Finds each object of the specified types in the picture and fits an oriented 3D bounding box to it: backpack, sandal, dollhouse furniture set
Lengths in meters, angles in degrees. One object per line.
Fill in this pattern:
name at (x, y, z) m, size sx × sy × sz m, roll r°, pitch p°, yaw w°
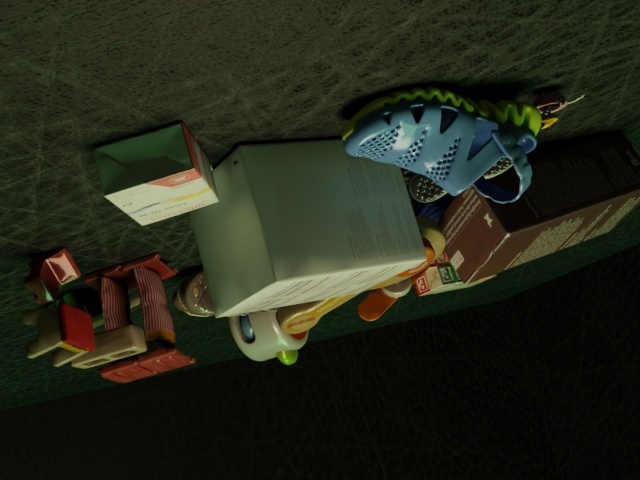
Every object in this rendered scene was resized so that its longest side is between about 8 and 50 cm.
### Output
backpack at (0.234, -0.044, 1.743) m, size 0.098 × 0.101 × 0.120 m, roll -18°, pitch 161°, yaw -22°
sandal at (0.180, -0.125, 1.192) m, size 0.317 × 0.138 × 0.126 m, roll 0°, pitch 162°, yaw -22°
dollhouse furniture set at (-0.360, 0.114, 1.497) m, size 0.152 × 0.201 × 0.374 m, roll -17°, pitch 162°, yaw 6°

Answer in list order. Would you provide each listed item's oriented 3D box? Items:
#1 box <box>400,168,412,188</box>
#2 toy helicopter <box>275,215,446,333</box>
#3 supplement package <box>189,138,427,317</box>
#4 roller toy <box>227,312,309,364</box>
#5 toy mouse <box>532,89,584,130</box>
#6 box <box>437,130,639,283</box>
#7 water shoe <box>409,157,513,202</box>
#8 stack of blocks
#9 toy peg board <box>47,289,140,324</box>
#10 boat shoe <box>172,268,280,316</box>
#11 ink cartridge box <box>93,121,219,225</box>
box at (0.124, -0.102, 1.538) m, size 0.067 × 0.018 × 0.083 m, roll -15°, pitch 168°, yaw -5°
toy helicopter at (0.076, 0.073, 1.620) m, size 0.355 × 0.140 × 0.235 m, roll -33°, pitch 149°, yaw 14°
supplement package at (-0.024, -0.021, 1.282) m, size 0.263 × 0.199 × 0.198 m, roll -8°, pitch 166°, yaw -34°
roller toy at (-0.133, 0.192, 2.132) m, size 0.146 × 0.209 × 0.191 m, roll -21°, pitch 128°, yaw 23°
toy mouse at (0.315, -0.197, 1.323) m, size 0.161 × 0.031 × 0.143 m, roll -27°, pitch 161°, yaw 34°
box at (0.424, -0.064, 1.641) m, size 0.381 × 0.143 × 0.191 m, roll -19°, pitch 157°, yaw -27°
water shoe at (0.244, -0.135, 1.481) m, size 0.203 × 0.073 × 0.080 m, roll -23°, pitch -165°, yaw 20°
stack of blocks at (0.232, 0.028, 1.899) m, size 0.297 × 0.171 × 0.087 m, roll -6°, pitch 164°, yaw -37°
toy peg board at (-0.480, 0.141, 1.771) m, size 0.161 × 0.079 × 0.161 m, roll -27°, pitch 179°, yaw 43°
boat shoe at (-0.179, 0.108, 1.899) m, size 0.324 × 0.123 × 0.116 m, roll 4°, pitch 165°, yaw -41°
ink cartridge box at (-0.201, -0.077, 1.119) m, size 0.115 × 0.067 × 0.198 m, roll -17°, pitch 168°, yaw 2°
